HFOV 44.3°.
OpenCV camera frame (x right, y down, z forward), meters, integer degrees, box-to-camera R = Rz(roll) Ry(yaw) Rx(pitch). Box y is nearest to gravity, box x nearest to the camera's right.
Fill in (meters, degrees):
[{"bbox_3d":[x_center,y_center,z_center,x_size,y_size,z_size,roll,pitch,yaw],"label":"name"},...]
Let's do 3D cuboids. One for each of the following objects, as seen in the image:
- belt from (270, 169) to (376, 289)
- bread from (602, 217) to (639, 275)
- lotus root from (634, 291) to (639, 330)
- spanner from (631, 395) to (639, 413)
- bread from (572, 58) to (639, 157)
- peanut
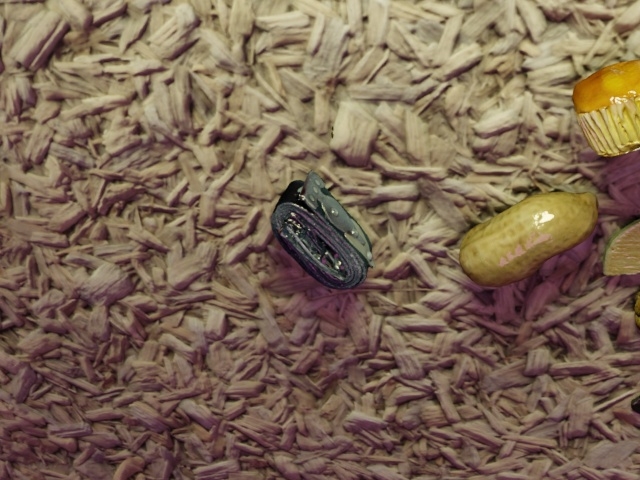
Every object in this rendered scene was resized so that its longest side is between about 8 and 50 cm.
[{"bbox_3d":[0.000,0.000,1.427,0.122,0.128,0.218,-33,112,30],"label":"belt"},{"bbox_3d":[0.589,0.001,1.370,0.193,0.036,0.112,-7,119,20],"label":"bread"},{"bbox_3d":[0.665,0.150,1.428,0.191,0.094,0.108,19,161,-8],"label":"lotus root"},{"bbox_3d":[0.663,0.273,1.562,0.046,0.012,0.208,8,126,7],"label":"spanner"},{"bbox_3d":[0.444,-0.202,1.158,0.132,0.190,0.114,-24,109,23],"label":"bread"},{"bbox_3d":[0.360,-0.008,1.359,0.253,0.122,0.137,-35,151,29],"label":"peanut"}]
